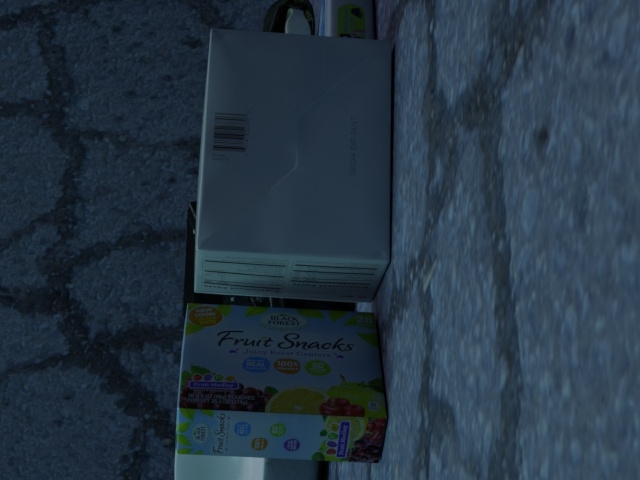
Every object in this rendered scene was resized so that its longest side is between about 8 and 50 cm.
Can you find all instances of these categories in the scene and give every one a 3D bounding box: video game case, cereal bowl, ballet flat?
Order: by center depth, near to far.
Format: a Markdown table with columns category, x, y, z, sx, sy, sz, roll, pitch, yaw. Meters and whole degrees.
| category | x | y | z | sx | sy | sz | roll | pitch | yaw |
| --- | --- | --- | --- | --- | --- | --- | --- | --- | --- |
| video game case | 0.025 | -0.229 | 1.727 | 0.269 | 0.061 | 0.244 | 99 | 174 | -49 |
| ballet flat | -0.054 | -0.218 | 1.767 | 0.096 | 0.095 | 0.280 | 138 | 137 | -67 |
| cereal bowl | -0.093 | 0.326 | 1.903 | 0.339 | 0.141 | 0.339 | -25 | 62 | 60 |

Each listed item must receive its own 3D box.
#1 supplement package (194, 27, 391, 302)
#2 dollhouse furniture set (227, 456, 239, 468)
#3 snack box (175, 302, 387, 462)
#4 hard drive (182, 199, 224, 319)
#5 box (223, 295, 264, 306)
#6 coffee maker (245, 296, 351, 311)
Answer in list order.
| category | x | y | z | sx | sy | sz | roll | pitch | yaw |
| --- | --- | --- | --- | --- | --- | --- | --- | --- | --- |
| supplement package | -0.032 | -0.080 | 1.411 | 0.145 | 0.204 | 0.261 | 105 | 168 | -68 |
| dollhouse furniture set | -0.064 | 0.332 | 2.116 | 0.184 | 0.129 | 0.129 | 22 | -111 | -69 |
| snack box | -0.042 | 0.145 | 1.327 | 0.174 | 0.207 | 0.070 | -92 | 8 | -56 |
| hard drive | -0.143 | 0.031 | 2.451 | 0.339 | 0.237 | 0.064 | 98 | 151 | -48 |
| box | -0.095 | 0.064 | 2.326 | 0.093 | 0.156 | 0.158 | -94 | 9 | -54 |
| coffee maker | -0.043 | 0.106 | 1.667 | 0.171 | 0.120 | 0.178 | 56 | 154 | 8 |
